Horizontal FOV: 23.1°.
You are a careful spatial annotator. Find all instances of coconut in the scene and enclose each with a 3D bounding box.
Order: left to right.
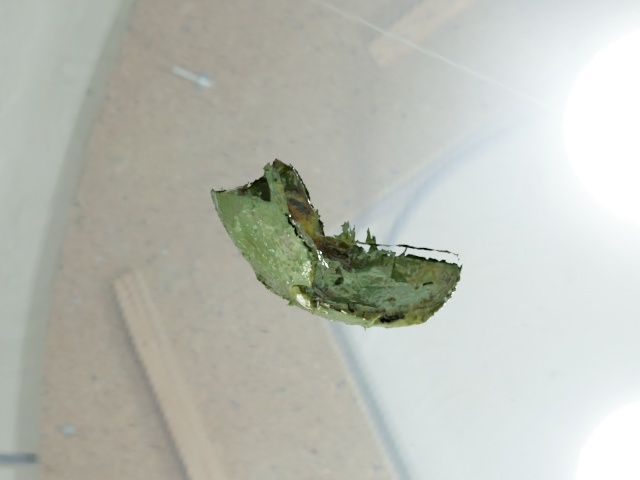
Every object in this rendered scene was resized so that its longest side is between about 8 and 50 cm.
[{"bbox_3d":[0.000,0.005,0.809,0.133,0.158,0.055,37,-77,50],"label":"coconut"}]
